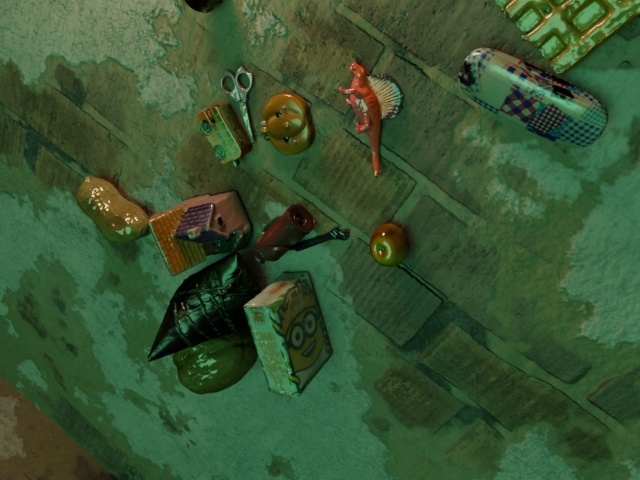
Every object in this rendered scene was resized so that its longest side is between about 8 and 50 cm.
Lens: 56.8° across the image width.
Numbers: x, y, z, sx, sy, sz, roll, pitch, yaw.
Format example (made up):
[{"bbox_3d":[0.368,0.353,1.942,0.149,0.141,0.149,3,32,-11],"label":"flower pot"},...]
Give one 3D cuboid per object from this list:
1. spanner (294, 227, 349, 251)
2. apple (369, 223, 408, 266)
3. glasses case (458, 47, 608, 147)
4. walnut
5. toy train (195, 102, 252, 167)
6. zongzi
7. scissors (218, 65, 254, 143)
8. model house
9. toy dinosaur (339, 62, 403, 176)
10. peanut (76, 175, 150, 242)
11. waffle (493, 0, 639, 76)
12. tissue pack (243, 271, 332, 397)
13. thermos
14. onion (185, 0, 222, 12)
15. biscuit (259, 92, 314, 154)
[{"bbox_3d":[0.000,0.000,1.733,0.209,0.012,0.046,-18,105,35],"label":"spanner"},{"bbox_3d":[0.184,0.014,1.580,0.099,0.102,0.114,11,118,26],"label":"apple"},{"bbox_3d":[0.450,-0.305,1.272,0.328,0.076,0.125,31,151,13],"label":"glasses case"},{"bbox_3d":[-0.360,0.394,2.002,0.283,0.283,0.227,-35,54,37],"label":"walnut"},{"bbox_3d":[-0.272,-0.304,1.697,0.099,0.072,0.188,-25,100,30],"label":"toy train"},{"bbox_3d":[-0.370,0.234,1.854,0.384,0.362,0.319,-8,128,30],"label":"zongzi"},{"bbox_3d":[-0.216,-0.376,1.657,0.110,0.021,0.212,-4,112,28],"label":"scissors"},{"bbox_3d":[-0.368,-0.016,1.792,0.237,0.237,0.202,-5,110,31],"label":"model house"},{"bbox_3d":[0.149,-0.312,1.475,0.139,0.070,0.286,-20,106,12],"label":"toy dinosaur"},{"bbox_3d":[-0.710,-0.088,2.006,0.291,0.143,0.159,38,116,10],"label":"peanut"},{"bbox_3d":[0.481,-0.537,1.151,0.348,0.077,0.304,50,126,-1],"label":"waffle"},{"bbox_3d":[-0.094,0.279,1.793,0.128,0.228,0.310,-2,114,31],"label":"tissue pack"},{"bbox_3d":[-0.124,-0.008,1.752,0.232,0.099,0.124,-40,61,39],"label":"thermos"},{"bbox_3d":[-0.304,-0.651,1.519,0.119,0.118,0.117,38,94,7],"label":"onion"},{"bbox_3d":[-0.100,-0.312,1.606,0.170,0.050,0.170,13,119,24],"label":"biscuit"}]
